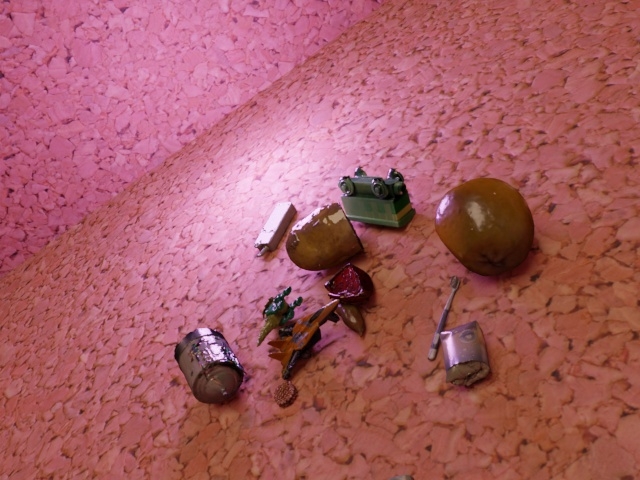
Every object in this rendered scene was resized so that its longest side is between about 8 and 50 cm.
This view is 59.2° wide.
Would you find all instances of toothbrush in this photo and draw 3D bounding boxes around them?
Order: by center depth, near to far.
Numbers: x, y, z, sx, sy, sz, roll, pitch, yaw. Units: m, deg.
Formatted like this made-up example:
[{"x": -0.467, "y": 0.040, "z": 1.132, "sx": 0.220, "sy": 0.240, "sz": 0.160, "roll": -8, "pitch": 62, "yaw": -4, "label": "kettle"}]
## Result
[{"x": 0.361, "y": 0.221, "z": 1.643, "sx": 0.024, "sy": 0.026, "sz": 0.288, "roll": -3, "pitch": 49, "yaw": 41, "label": "toothbrush"}]

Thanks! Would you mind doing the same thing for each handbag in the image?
[{"x": 0.383, "y": 0.306, "z": 1.488, "sx": 0.117, "sy": 0.095, "sz": 0.173, "roll": -26, "pitch": 30, "yaw": 23, "label": "handbag"}]

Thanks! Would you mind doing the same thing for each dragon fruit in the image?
[{"x": 0.107, "y": 0.167, "z": 1.838, "sx": 0.120, "sy": 0.127, "sz": 0.161, "roll": -47, "pitch": 37, "yaw": 16, "label": "dragon fruit"}]

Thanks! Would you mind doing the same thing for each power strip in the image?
[{"x": -0.197, "y": -0.040, "z": 2.335, "sx": 0.093, "sy": 0.053, "sz": 0.288, "roll": 1, "pitch": 51, "yaw": 37, "label": "power strip"}]

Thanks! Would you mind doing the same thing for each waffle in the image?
[{"x": -0.109, "y": 0.473, "z": 1.741, "sx": 0.075, "sy": 0.029, "sz": 0.083, "roll": -31, "pitch": 35, "yaw": 6, "label": "waffle"}]

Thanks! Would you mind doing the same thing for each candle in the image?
[{"x": -0.349, "y": 0.432, "z": 1.842, "sx": 0.187, "sy": 0.187, "sz": 0.330, "roll": -41, "pitch": 38, "yaw": -6, "label": "candle"}]

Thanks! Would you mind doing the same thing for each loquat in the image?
[{"x": 0.478, "y": -0.044, "z": 1.649, "sx": 0.276, "sy": 0.276, "sz": 0.283, "roll": -22, "pitch": 43, "yaw": 19, "label": "loquat"}]

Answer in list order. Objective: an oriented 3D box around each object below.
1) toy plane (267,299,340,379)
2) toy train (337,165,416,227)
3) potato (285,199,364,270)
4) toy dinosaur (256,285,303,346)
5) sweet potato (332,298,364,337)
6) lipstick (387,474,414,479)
[{"x": -0.032, "y": 0.288, "z": 1.792, "sx": 0.316, "sy": 0.103, "sz": 0.204, "roll": -39, "pitch": 35, "yaw": 23, "label": "toy plane"}, {"x": 0.191, "y": -0.157, "z": 2.036, "sx": 0.301, "sy": 0.202, "sz": 0.120, "roll": 10, "pitch": 38, "yaw": 44, "label": "toy train"}, {"x": 0.000, "y": 0.000, "z": 2.018, "sx": 0.266, "sy": 0.229, "sz": 0.229, "roll": -29, "pitch": 38, "yaw": 9, "label": "potato"}, {"x": -0.154, "y": 0.258, "z": 1.926, "sx": 0.153, "sy": 0.094, "sz": 0.259, "roll": -38, "pitch": 17, "yaw": 31, "label": "toy dinosaur"}, {"x": 0.088, "y": 0.228, "z": 1.820, "sx": 0.068, "sy": 0.068, "sz": 0.226, "roll": -39, "pitch": 35, "yaw": -3, "label": "sweet potato"}, {"x": 0.198, "y": 0.643, "z": 1.297, "sx": 0.063, "sy": 0.057, "sz": 0.186, "roll": -23, "pitch": 42, "yaw": 17, "label": "lipstick"}]
